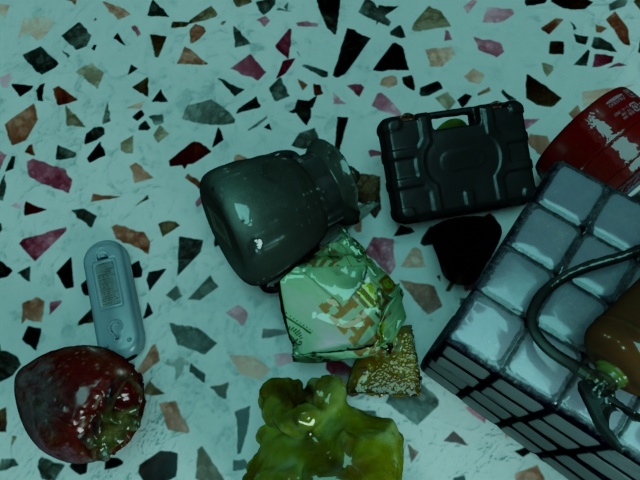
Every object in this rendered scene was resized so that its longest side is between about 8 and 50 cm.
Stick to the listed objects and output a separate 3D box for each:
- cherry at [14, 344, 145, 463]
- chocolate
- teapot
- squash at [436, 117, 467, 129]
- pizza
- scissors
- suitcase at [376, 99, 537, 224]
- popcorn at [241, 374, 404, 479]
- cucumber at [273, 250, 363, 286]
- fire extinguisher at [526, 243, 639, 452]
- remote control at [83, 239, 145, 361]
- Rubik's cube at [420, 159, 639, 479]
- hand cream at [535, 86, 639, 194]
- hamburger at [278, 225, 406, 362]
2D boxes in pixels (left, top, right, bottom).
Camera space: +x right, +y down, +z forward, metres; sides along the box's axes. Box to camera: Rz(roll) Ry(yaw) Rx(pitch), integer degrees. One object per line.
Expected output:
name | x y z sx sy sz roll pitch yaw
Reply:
cherry | -0.416 0.267 1.098 0.250 0.175 0.192 16 100 16
chocolate | 0.260 0.025 1.199 0.125 0.080 0.148 17 53 24
teapot | -0.063 -0.070 1.211 0.285 0.305 0.223 -26 99 -17
squash | 0.226 -0.160 1.287 0.066 0.066 0.201 34 81 14
pizza | 0.128 0.230 1.153 0.131 0.041 0.178 28 71 19
scissors | 0.000 0.000 1.247 0.300 0.022 0.109 -35 44 -15
suitcase | 0.259 -0.149 1.226 0.286 0.066 0.206 -10 91 -10
popcorn | 0.004 0.342 1.020 0.277 0.225 0.276 0 71 -1
cucumber | -0.003 0.051 1.234 0.184 0.033 0.036 -25 45 -7
fire extinguisher | 0.419 0.079 0.821 0.376 0.113 0.200 -41 30 -13
remote control | -0.393 0.112 1.225 0.087 0.047 0.244 -16 71 -6
Rubik's cube | 0.398 0.143 1.015 0.344 0.337 0.344 33 73 14
hand cream | 0.522 -0.157 1.183 0.230 0.230 0.149 -33 72 -9
hamburger | 0.039 0.098 1.141 0.214 0.125 0.235 -11 78 8
